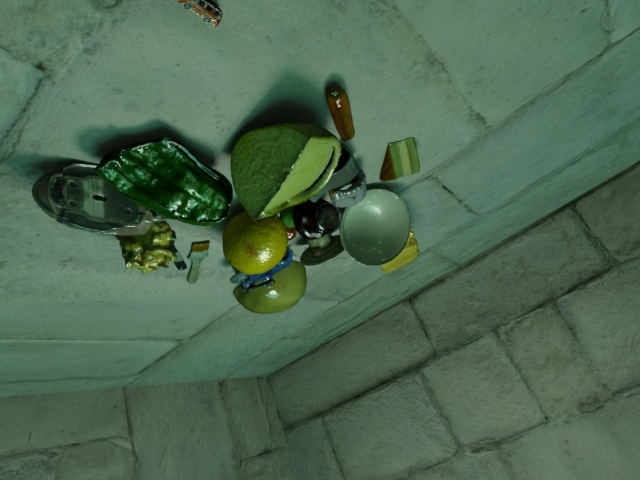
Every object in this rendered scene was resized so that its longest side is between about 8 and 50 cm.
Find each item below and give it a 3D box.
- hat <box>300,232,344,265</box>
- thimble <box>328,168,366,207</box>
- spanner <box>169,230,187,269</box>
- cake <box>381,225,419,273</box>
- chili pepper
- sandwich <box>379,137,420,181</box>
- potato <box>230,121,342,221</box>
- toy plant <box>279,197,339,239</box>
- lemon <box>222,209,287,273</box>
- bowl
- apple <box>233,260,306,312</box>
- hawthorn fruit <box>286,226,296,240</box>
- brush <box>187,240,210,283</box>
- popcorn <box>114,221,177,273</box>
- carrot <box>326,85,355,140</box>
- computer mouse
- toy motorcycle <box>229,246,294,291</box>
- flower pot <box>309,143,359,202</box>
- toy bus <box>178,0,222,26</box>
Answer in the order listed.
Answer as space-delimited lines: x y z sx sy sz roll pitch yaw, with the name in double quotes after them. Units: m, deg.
0.000 0.000 1.963 0.252 0.252 0.109 -25 113 4 "hat"
0.104 -0.204 1.669 0.152 0.127 0.117 -17 152 0 "thimble"
-0.590 0.049 1.725 0.087 0.024 0.315 -15 154 -11 "spanner"
0.343 -0.006 2.115 0.228 0.222 0.286 -28 153 6 "cake"
-0.437 -0.177 1.270 0.385 0.213 0.168 26 173 -33 "chili pepper"
0.303 -0.319 1.737 0.117 0.144 0.187 -16 -172 -12 "sandwich"
-0.101 -0.258 1.378 0.280 0.212 0.330 -16 149 -54 "potato"
-0.041 -0.087 1.741 0.218 0.175 0.235 15 169 -40 "toy plant"
-0.249 0.003 1.653 0.268 0.267 0.267 -18 153 -10 "lemon"
0.215 -0.064 1.915 0.338 0.336 0.157 -15 -167 -15 "bowl"
-0.241 0.234 2.254 0.361 0.311 0.320 1 -171 -36 "apple"
-0.145 -0.045 1.834 0.093 0.093 0.093 -18 153 -10 "hawthorn fruit"
-0.533 0.103 1.864 0.086 0.020 0.336 -8 150 -27 "brush"
-0.589 0.009 1.461 0.170 0.189 0.218 -2 148 -40 "popcorn"
0.064 -0.398 1.353 0.067 0.067 0.225 -24 155 3 "carrot"
-0.623 -0.101 1.264 0.115 0.199 0.389 -18 161 39 "computer mouse"
-0.256 0.096 1.948 0.319 0.241 0.182 -26 113 19 "toy motorcycle"
0.024 -0.242 1.565 0.229 0.103 0.108 -30 155 9 "flower pot"
-0.263 -0.510 0.937 0.043 0.031 0.110 -44 146 24 "toy bus"
